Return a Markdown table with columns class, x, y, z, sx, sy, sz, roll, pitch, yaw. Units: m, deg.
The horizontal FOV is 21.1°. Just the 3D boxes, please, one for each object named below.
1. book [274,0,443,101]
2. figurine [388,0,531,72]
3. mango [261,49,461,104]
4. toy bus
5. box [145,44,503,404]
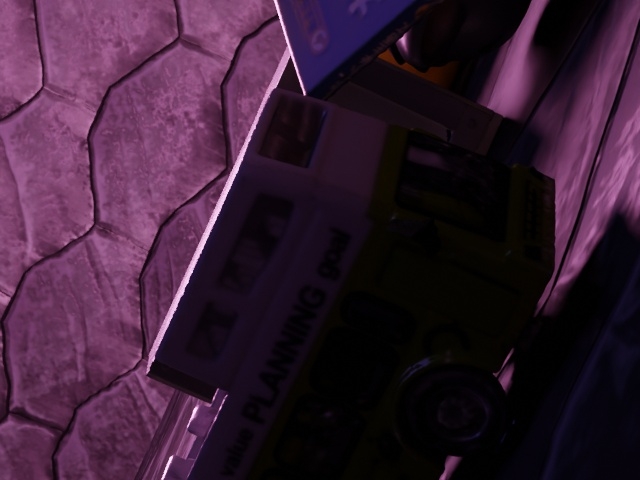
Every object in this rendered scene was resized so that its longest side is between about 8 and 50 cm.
| class | x | y | z | sx | sy | sz | roll | pitch | yaw |
| --- | --- | --- | --- | --- | --- | --- | --- | --- | --- |
| book | 0.073 | -0.248 | 0.917 | 0.322 | 0.018 | 0.228 | -38 | 52 | 33 |
| figurine | 0.103 | -0.215 | 0.997 | 0.193 | 0.140 | 0.265 | -123 | 42 | -64 |
| mango | 0.049 | -0.148 | 1.269 | 0.317 | 0.119 | 0.176 | -63 | -3 | -18 |
| toy bus | -0.014 | 0.092 | 0.732 | 0.113 | 0.139 | 0.302 | -73 | 7 | -65 |
| box | 0.000 | 0.000 | 1.032 | 0.086 | 0.129 | 0.225 | -135 | 69 | -84 |
